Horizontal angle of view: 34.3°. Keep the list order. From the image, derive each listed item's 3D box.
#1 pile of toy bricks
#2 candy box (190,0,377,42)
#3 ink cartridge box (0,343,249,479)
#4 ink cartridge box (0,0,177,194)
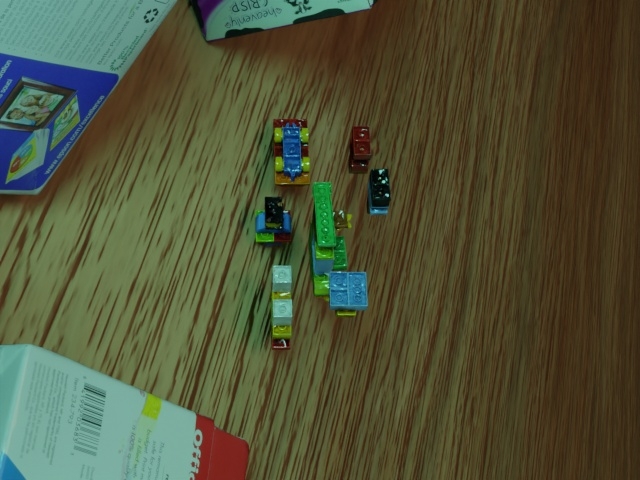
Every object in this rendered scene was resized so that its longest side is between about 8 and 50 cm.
[{"bbox_3d":[0.000,0.000,0.933,0.105,0.118,0.212,98,-9,-62],"label":"pile of toy bricks"},{"bbox_3d":[0.002,-0.260,0.915,0.233,0.159,0.071,-56,133,-49],"label":"candy box"},{"bbox_3d":[-0.141,0.161,0.643,0.231,0.078,0.134,39,52,-52],"label":"ink cartridge box"},{"bbox_3d":[-0.174,-0.110,0.536,0.045,0.206,0.208,47,21,17],"label":"ink cartridge box"}]
